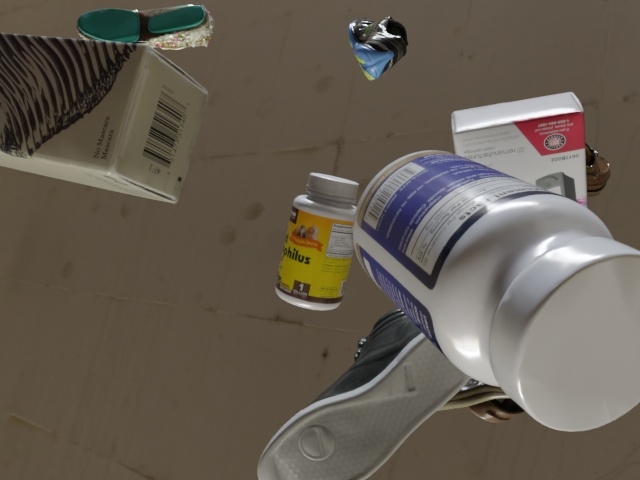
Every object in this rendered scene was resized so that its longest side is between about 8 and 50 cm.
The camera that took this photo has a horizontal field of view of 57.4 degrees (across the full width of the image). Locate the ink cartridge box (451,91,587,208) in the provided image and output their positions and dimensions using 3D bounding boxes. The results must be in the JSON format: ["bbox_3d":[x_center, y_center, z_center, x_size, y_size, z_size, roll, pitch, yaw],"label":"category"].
[{"bbox_3d":[0.384,-0.105,1.122,0.226,0.306,0.131,-8,-154,15],"label":"ink cartridge box"}]

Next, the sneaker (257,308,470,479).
[{"bbox_3d":[0.052,0.191,0.718,0.296,0.104,0.147,-38,-173,1],"label":"sneaker"}]

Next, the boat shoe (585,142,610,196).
[{"bbox_3d":[0.575,-0.163,1.299,0.111,0.307,0.104,42,-49,30],"label":"boat shoe"}]

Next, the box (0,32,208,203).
[{"bbox_3d":[-0.248,-0.117,0.531,0.275,0.094,0.113,11,-97,23],"label":"box"}]

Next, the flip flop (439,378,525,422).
[{"bbox_3d":[0.258,0.243,0.914,0.277,0.112,0.080,-13,-76,13],"label":"flip flop"}]

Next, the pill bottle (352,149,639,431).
[{"bbox_3d":[0.137,0.023,0.477,0.153,0.153,0.264,-56,-155,7],"label":"pill bottle"}]

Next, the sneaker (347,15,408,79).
[{"bbox_3d":[0.086,-0.283,0.840,0.078,0.067,0.188,-25,-151,10],"label":"sneaker"}]

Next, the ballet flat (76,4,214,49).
[{"bbox_3d":[-0.307,-0.368,1.047,0.241,0.077,0.091,-2,-110,1],"label":"ballet flat"}]

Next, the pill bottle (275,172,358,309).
[{"bbox_3d":[0.000,0.000,0.980,0.117,0.117,0.214,22,-76,42],"label":"pill bottle"}]
